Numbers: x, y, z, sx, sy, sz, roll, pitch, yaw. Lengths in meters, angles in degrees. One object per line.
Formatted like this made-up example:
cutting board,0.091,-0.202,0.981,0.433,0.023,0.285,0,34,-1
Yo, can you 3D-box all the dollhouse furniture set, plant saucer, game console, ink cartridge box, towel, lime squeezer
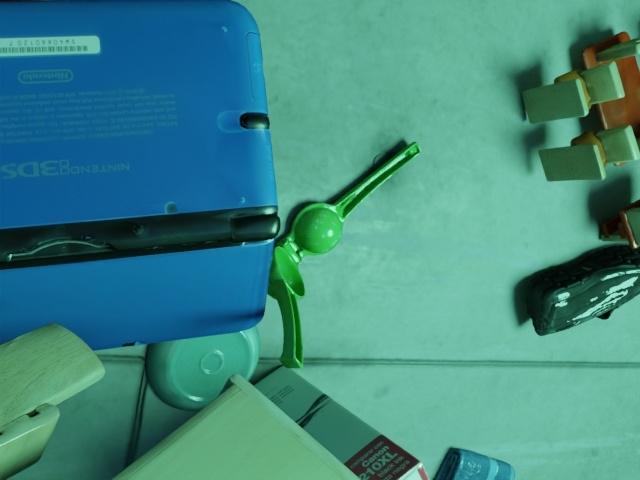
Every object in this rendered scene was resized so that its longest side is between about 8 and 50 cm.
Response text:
dollhouse furniture set,0.389,-0.125,0.845,0.262,0.135,0.259,-25,102,-21
plant saucer,-0.111,0.119,0.675,0.119,0.021,0.119,-7,107,-26
dollhouse furniture set,-0.161,0.250,0.495,0.198,0.286,0.303,-29,153,-58
game console,-0.190,-0.031,0.520,0.293,0.173,0.250,-6,89,-14
ink cartridge box,0.015,0.245,0.653,0.100,0.237,0.171,-34,117,-21
towel,0.207,0.315,0.894,0.119,0.029,0.067,26,89,-31
lime squeezer,0.000,0.000,0.665,0.059,0.110,0.310,45,49,-13

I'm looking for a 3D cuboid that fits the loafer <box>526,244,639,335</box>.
loafer,0.366,0.063,0.892,0.223,0.076,0.078,-17,116,-19
